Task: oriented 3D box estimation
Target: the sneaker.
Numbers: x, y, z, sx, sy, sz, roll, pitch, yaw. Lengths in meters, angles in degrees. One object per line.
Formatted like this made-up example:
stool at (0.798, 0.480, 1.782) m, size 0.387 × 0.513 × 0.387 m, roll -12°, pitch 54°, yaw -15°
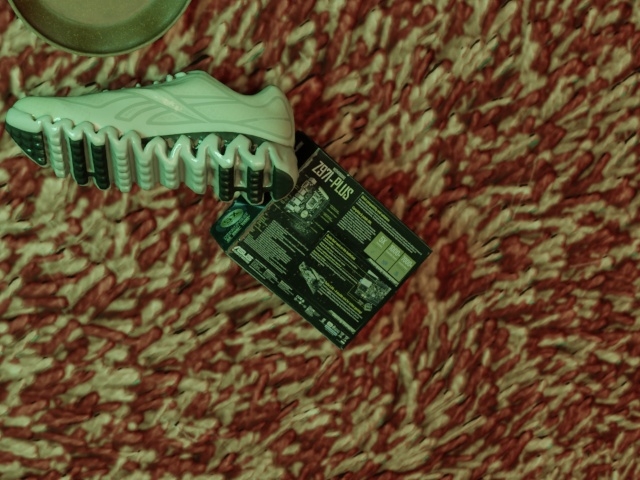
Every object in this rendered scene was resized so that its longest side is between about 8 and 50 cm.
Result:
sneaker at (-0.165, -0.113, 1.696) m, size 0.292 × 0.110 × 0.118 m, roll 7°, pitch 66°, yaw -7°

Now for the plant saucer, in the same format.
plant saucer at (-0.216, -0.279, 1.651) m, size 0.199 × 0.036 × 0.198 m, roll -6°, pitch 110°, yaw -16°

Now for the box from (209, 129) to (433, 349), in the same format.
box at (0.000, 0.000, 1.788) m, size 0.180 × 0.077 × 0.147 m, roll 40°, pitch 93°, yaw -25°
